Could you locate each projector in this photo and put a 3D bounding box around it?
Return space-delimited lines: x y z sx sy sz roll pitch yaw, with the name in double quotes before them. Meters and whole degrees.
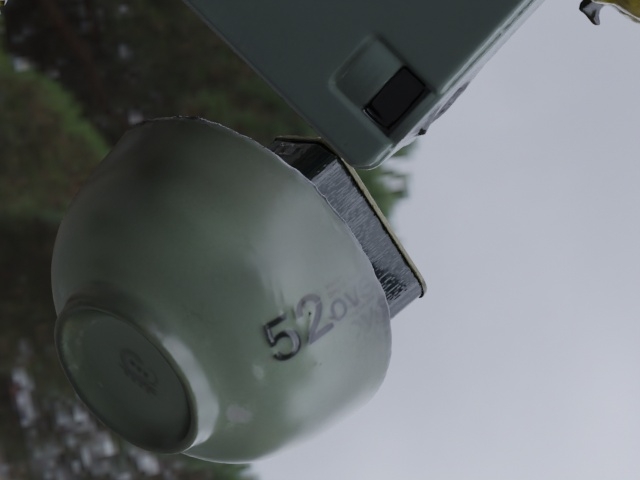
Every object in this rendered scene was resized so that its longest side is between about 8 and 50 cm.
"projector" 0.055 -0.192 1.095 0.192 0.099 0.257 45 -63 4

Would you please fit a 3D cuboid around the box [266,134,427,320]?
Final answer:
"box" 0.000 0.000 1.869 0.201 0.090 0.144 57 -20 -22

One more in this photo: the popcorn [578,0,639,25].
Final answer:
"popcorn" 0.356 -0.307 1.819 0.281 0.297 0.316 -40 -140 30

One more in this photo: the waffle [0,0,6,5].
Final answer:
"waffle" -0.366 -0.247 1.375 0.382 0.379 0.095 -58 155 -62

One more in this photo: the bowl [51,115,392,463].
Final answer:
"bowl" -0.126 0.078 1.757 0.354 0.185 0.354 25 -43 26
